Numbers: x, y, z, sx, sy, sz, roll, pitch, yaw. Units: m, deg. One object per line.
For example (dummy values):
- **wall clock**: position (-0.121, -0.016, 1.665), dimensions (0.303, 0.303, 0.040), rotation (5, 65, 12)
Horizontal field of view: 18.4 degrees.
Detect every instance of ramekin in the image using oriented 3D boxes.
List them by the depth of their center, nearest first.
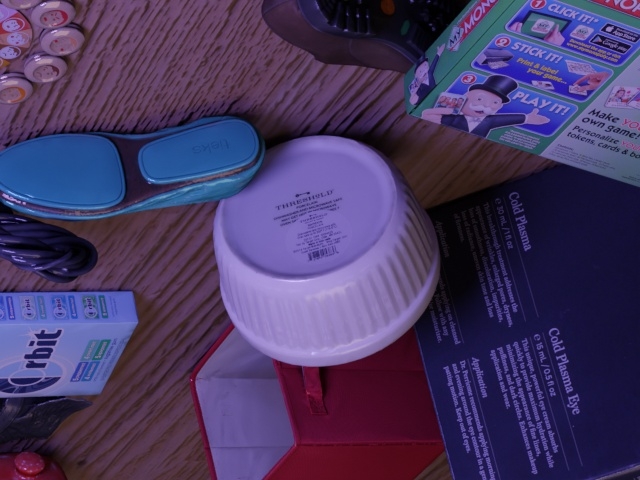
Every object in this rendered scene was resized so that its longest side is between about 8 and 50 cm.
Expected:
- **ramekin**: position (0.000, 0.000, 1.799), dimensions (0.207, 0.207, 0.109), rotation (-15, 142, 3)

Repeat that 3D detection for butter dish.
- **butter dish**: position (-0.340, 0.290, 2.238), dimensions (0.160, 0.160, 0.118), rotation (4, 123, -28)

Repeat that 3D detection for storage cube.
- **storage cube**: position (-0.004, 0.181, 2.124), dimensions (0.193, 0.183, 0.215), rotation (2, 146, -29)

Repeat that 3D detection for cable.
- **cable**: position (-0.276, -0.012, 1.725), dimensions (0.150, 0.184, 0.047), rotation (29, 89, -36)

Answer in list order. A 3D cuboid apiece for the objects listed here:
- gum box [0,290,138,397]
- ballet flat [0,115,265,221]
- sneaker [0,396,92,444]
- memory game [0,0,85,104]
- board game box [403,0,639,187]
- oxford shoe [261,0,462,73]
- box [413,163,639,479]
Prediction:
- **gum box**: position (-0.296, 0.107, 2.015), dimensions (0.184, 0.041, 0.157), rotation (-1, 149, -23)
- **ballet flat**: position (-0.170, -0.053, 1.753), dimensions (0.247, 0.083, 0.087), rotation (-9, 158, -8)
- **sneaker**: position (-0.327, 0.199, 2.150), dimensions (0.089, 0.051, 0.170), rotation (15, 137, -33)
- **memory game**: position (-0.281, -0.157, 1.593), dimensions (0.186, 0.012, 0.186), rotation (-10, 150, -6)
- **board game box**: position (0.257, -0.137, 1.608), dimensions (0.317, 0.046, 0.213), rotation (16, 139, -26)
- **oxford shoe**: position (0.043, -0.179, 1.644), dimensions (0.227, 0.083, 0.096), rotation (17, 158, -42)
- **box**: position (0.271, 0.109, 1.949), dimensions (0.312, 0.343, 0.179), rotation (-20, 149, 12)
